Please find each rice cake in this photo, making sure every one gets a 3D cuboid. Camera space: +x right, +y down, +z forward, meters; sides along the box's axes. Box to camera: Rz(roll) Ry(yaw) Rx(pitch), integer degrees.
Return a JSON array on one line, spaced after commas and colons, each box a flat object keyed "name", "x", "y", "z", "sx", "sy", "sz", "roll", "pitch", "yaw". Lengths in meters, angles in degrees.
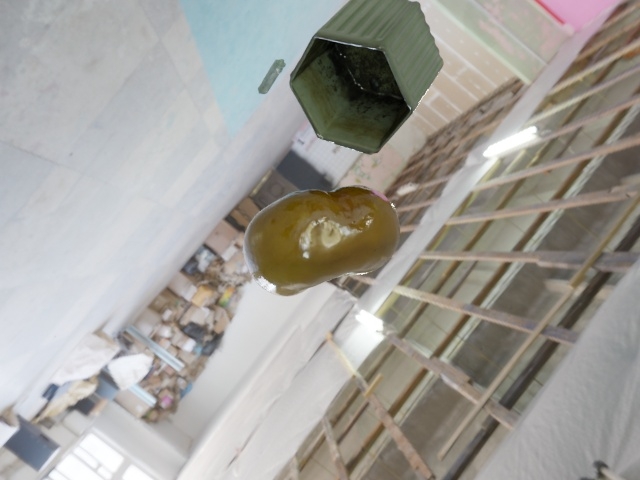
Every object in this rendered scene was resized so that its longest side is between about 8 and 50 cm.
[{"name": "rice cake", "x": -0.107, "y": -0.356, "z": 1.266, "sx": 0.022, "sy": 0.022, "sz": 0.121, "roll": -14, "pitch": 169, "yaw": -30}]

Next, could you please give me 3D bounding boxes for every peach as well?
[{"name": "peach", "x": 0.000, "y": 0.000, "z": 0.916, "sx": 0.250, "sy": 0.153, "sz": 0.251, "roll": -11, "pitch": 179, "yaw": 0}]

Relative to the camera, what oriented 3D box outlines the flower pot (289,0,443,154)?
[{"name": "flower pot", "x": 0.084, "y": -0.302, "z": 1.042, "sx": 0.190, "sy": 0.209, "sz": 0.239, "roll": -56, "pitch": -175, "yaw": -38}]
